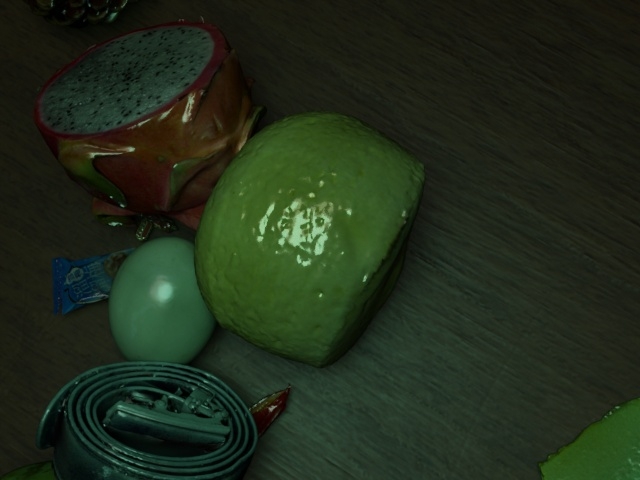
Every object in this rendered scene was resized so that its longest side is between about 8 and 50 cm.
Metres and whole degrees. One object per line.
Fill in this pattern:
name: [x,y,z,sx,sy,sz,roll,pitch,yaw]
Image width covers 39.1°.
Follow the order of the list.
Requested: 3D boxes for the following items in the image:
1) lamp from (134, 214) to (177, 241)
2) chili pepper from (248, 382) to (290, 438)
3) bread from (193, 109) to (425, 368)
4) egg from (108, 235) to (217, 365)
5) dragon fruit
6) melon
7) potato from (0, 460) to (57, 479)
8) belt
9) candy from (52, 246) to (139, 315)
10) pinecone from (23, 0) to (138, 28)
lamp: [-0.247,-0.045,1.309,0.063,0.031,0.083,-17,74,1]
chili pepper: [-0.141,0.287,1.232,0.268,0.050,0.059,-37,34,-5]
bread: [-0.010,-0.006,1.147,0.237,0.320,0.320,33,84,13]
egg: [-0.210,0.088,1.216,0.149,0.149,0.192,17,110,8]
dragon fruit: [-0.212,-0.136,1.224,0.305,0.225,0.305,-13,41,12]
melon: [0.386,0.279,1.198,0.262,0.053,0.114,-45,61,-8]
potato: [-0.310,0.385,1.131,0.304,0.216,0.215,-1,78,32]
belt: [-0.211,0.240,1.106,0.268,0.206,0.116,8,122,-28]
candy: [-0.316,0.058,1.294,0.136,0.038,0.088,-7,66,-4]
pinecone: [-0.358,-0.416,1.298,0.222,0.221,0.221,-1,80,5]
